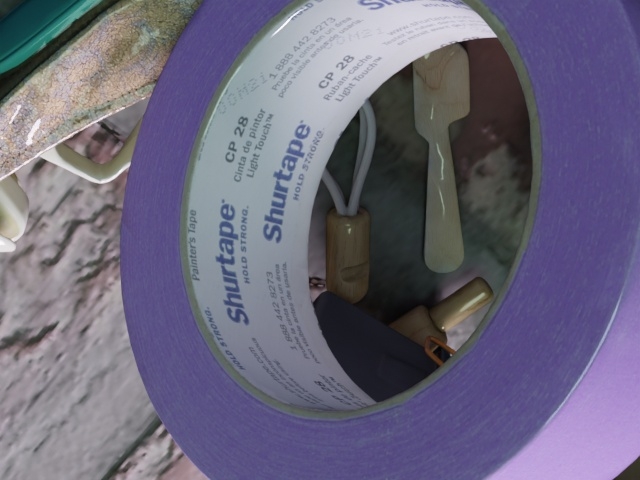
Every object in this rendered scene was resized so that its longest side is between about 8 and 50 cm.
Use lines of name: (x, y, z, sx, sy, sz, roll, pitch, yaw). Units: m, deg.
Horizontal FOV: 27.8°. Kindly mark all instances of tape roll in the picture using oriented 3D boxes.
tape roll: (0.036, -0.013, 0.563, 0.090, 0.275, 0.275, 15, 122, -49)

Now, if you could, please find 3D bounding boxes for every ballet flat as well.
ballet flat: (-0.164, -0.055, 0.677, 0.316, 0.107, 0.106, -29, 128, 13)

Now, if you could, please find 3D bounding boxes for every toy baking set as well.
toy baking set: (0.003, 0.006, 0.748, 0.256, 0.030, 0.197, -31, 114, 13)

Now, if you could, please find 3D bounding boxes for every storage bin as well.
storage bin: (0.019, 0.084, 0.704, 0.091, 0.135, 0.098, 35, 110, -4)

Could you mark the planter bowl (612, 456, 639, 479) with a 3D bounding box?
planter bowl: (0.160, 0.163, 0.775, 0.162, 0.162, 0.109, -1, 143, -1)
